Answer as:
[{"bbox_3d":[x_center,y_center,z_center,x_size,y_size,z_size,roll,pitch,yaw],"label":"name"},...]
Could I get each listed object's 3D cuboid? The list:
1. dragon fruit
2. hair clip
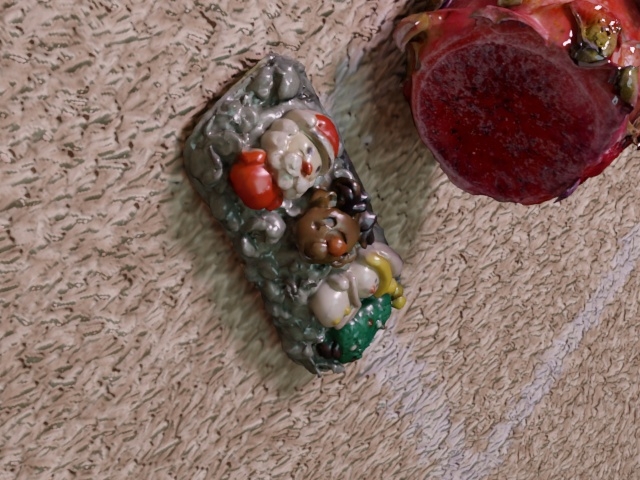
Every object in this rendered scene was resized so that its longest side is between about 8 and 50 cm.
[{"bbox_3d":[0.166,-0.133,1.063,0.147,0.211,0.282,-36,180,-45],"label":"dragon fruit"},{"bbox_3d":[0.001,0.001,1.057,0.138,0.091,0.321,-47,139,-17],"label":"hair clip"}]
